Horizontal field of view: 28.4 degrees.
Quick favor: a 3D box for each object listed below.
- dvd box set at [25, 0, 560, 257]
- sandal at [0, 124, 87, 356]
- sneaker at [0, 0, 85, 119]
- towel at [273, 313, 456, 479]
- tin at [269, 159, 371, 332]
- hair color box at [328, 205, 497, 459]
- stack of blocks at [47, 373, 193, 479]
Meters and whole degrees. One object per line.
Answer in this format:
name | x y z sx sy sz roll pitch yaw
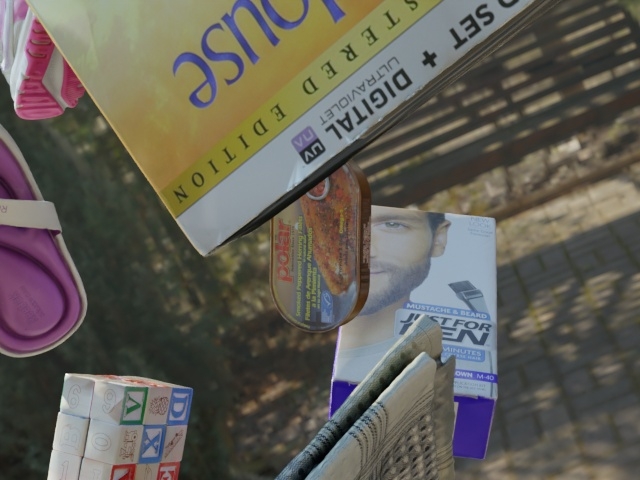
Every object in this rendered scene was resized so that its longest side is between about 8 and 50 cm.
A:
dvd box set | -0.060 -0.240 0.504 0.308 0.420 0.062 -35 -1 36
sandal | -0.326 0.000 1.234 0.169 0.416 0.102 -40 55 -6
sneaker | -0.278 -0.250 1.269 0.103 0.111 0.252 -9 -44 -48
towel | 0.037 0.267 1.210 0.056 0.312 0.324 26 56 29
tin | 0.000 0.000 1.315 0.106 0.189 0.040 3 4 24
hair color box | 0.116 0.099 1.529 0.185 0.110 0.339 6 36 2
stack of blocks | -0.246 0.300 1.395 0.087 0.297 0.171 8 -3 29
